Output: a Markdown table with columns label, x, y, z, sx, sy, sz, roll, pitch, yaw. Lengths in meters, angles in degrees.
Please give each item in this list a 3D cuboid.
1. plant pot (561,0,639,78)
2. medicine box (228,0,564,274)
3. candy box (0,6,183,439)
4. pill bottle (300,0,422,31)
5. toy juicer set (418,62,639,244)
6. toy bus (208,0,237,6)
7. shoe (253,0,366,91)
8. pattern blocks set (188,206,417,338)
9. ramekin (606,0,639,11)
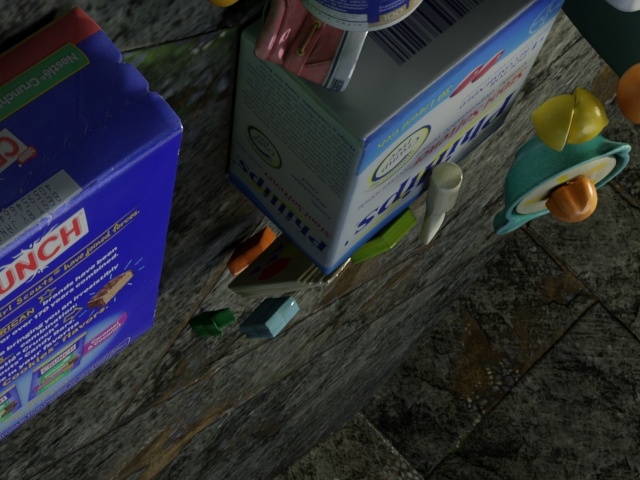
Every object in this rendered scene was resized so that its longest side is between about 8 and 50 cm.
| label | x | y | z | sx | sy | sz | roll | pitch | yaw |
| --- | --- | --- | --- | --- | --- | --- | --- | --- | --- |
| plant pot | 0.363 | -0.322 | 1.436 | 0.293 | 0.235 | 0.293 | -42 | 167 | -12 |
| medicine box | 0.063 | -0.145 | 1.251 | 0.263 | 0.149 | 0.289 | -40 | 166 | -19 |
| candy box | -0.237 | 0.033 | 0.926 | 0.268 | 0.122 | 0.317 | -37 | 167 | -26 |
| pill bottle | 0.027 | -0.230 | 0.944 | 0.112 | 0.112 | 0.186 | -43 | 168 | -7 |
| toy juicer set | 0.227 | -0.065 | 1.318 | 0.329 | 0.089 | 0.209 | -28 | 164 | 13 |
| toy bus | 0.022 | -0.282 | 0.711 | 0.333 | 0.130 | 0.108 | -44 | 169 | -1 |
| shoe | 0.007 | -0.209 | 1.071 | 0.063 | 0.081 | 0.178 | 135 | -26 | -74 |
| pattern blocks set | 0.000 | 0.000 | 1.464 | 0.325 | 0.026 | 0.285 | -41 | -161 | -23 |
| ramekin | 0.313 | -0.324 | 1.169 | 0.277 | 0.135 | 0.277 | -39 | 172 | -7 |
